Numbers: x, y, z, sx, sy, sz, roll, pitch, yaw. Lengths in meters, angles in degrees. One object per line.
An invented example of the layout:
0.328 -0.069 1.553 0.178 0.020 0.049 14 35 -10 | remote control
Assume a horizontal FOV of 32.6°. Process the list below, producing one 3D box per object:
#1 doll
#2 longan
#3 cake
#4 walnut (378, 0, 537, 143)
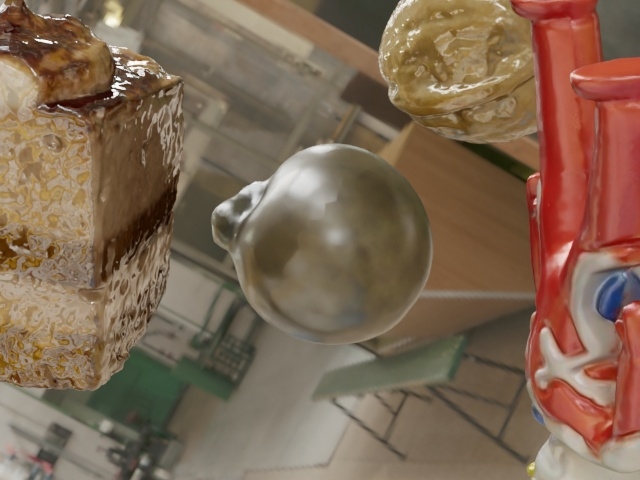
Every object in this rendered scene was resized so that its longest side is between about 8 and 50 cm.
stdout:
0.165 0.049 0.660 0.188 0.099 0.384 -98 -3 -63 | doll
0.000 0.000 0.988 0.159 0.204 0.185 76 -154 -65 | longan
-0.223 -0.054 0.841 0.198 0.196 0.293 -59 -23 -65 | cake
0.127 -0.152 0.902 0.149 0.166 0.166 -48 0 -31 | walnut
